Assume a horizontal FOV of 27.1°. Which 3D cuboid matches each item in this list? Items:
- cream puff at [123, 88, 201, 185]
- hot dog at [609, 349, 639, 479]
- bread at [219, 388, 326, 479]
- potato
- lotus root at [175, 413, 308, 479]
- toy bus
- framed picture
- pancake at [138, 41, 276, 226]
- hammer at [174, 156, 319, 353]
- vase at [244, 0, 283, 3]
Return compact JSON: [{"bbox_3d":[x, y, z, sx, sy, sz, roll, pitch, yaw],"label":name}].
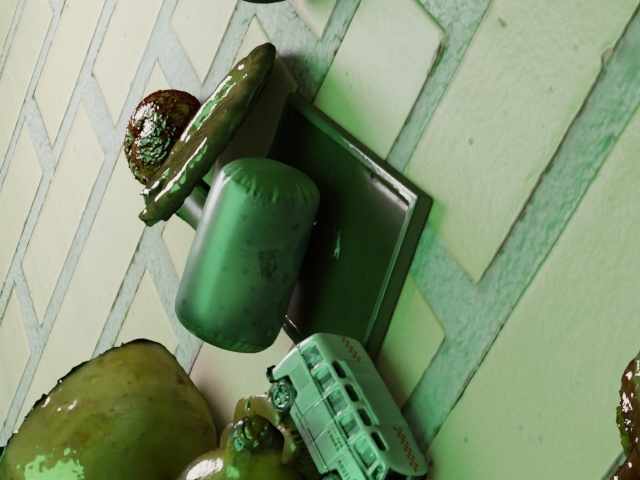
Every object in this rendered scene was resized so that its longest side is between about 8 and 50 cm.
[{"bbox_3d":[-0.208,-0.129,1.734,0.149,0.084,0.149,-22,65,59],"label":"cream puff"},{"bbox_3d":[0.252,0.106,0.863,0.213,0.103,0.146,-66,34,28],"label":"hot dog"},{"bbox_3d":[-0.043,0.217,1.378,0.140,0.069,0.128,54,128,49],"label":"bread"},{"bbox_3d":[-0.228,0.271,1.546,0.242,0.285,0.242,41,152,28],"label":"potato"},{"bbox_3d":[-0.072,0.296,1.265,0.169,0.141,0.314,11,124,20],"label":"lotus root"},{"bbox_3d":[0.030,0.174,1.235,0.089,0.087,0.194,-49,50,24],"label":"toy bus"},{"bbox_3d":[0.000,0.000,1.405,0.315,0.024,0.232,44,121,54],"label":"framed picture"},{"bbox_3d":[-0.139,-0.115,1.532,0.286,0.033,0.288,-39,18,43],"label":"pancake"},{"bbox_3d":[-0.115,-0.016,1.486,0.335,0.119,0.206,39,113,63],"label":"hammer"},{"bbox_3d":[-0.070,-0.431,1.531,0.251,0.156,0.301,-22,67,28],"label":"vase"}]
